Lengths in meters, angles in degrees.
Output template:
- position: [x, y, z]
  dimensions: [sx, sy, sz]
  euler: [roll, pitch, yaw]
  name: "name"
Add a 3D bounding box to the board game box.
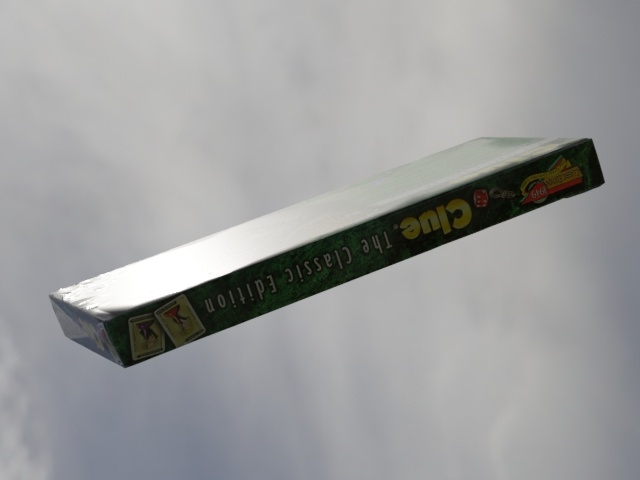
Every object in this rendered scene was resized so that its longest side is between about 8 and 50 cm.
- position: [0.000, 0.000, 0.978]
  dimensions: [0.136, 0.260, 0.030]
  euler: [-175, 65, -72]
  name: "board game box"
